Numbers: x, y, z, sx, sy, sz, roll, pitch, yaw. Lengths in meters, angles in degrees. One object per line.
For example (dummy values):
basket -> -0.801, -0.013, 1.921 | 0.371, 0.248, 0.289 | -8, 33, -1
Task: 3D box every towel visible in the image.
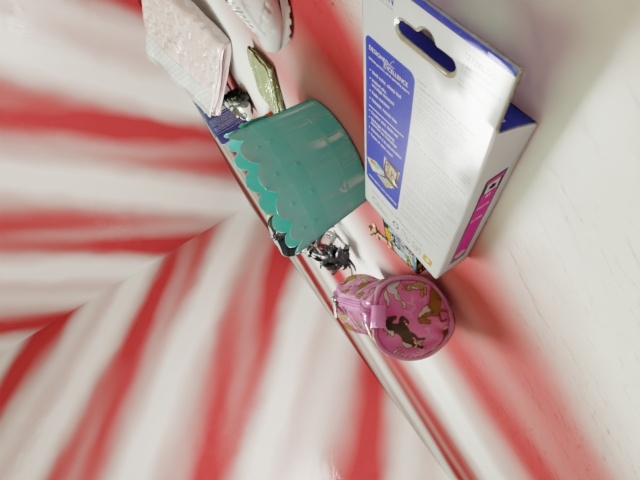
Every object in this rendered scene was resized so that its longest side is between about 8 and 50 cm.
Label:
towel -> -0.128, -0.367, 0.940 | 0.110, 0.027, 0.148 | 54, 170, 26
towel -> -0.404, -0.570, 1.187 | 0.332, 0.053, 0.317 | 45, 150, 3

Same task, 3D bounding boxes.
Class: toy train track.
toy train track -> 0.126, -0.007, 0.870 | 0.083, 0.014, 0.048 | 46, 166, 46

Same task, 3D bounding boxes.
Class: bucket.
bucket -> -0.045, -0.133, 0.815 | 0.281, 0.183, 0.281 | 55, 170, 15

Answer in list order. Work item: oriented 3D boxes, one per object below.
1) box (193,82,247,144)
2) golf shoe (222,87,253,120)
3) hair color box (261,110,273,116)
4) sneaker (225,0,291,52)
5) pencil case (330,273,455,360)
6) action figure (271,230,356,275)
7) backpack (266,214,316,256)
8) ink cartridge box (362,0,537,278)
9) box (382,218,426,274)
box -> -0.354, -0.464, 1.427 | 0.225, 0.136, 0.036 | 59, 169, -12
golf shoe -> -0.273, -0.434, 1.306 | 0.198, 0.077, 0.093 | 46, 166, 54
hair color box -> -0.147, -0.313, 1.163 | 0.072, 0.043, 0.141 | 57, 171, -7
sneaker -> -0.104, -0.372, 0.609 | 0.090, 0.095, 0.235 | 53, 171, 14
pencil case -> 0.133, 0.147, 0.865 | 0.160, 0.167, 0.386 | 58, 170, -1
action figure -> 0.000, 0.000, 1.182 | 0.276, 0.141, 0.164 | 28, 155, 11
backpack -> -0.095, -0.038, 1.415 | 0.144, 0.166, 0.188 | 53, 166, 38
ink cartridge box -> 0.120, -0.100, 0.452 | 0.175, 0.069, 0.371 | 54, 172, 25
box -> 0.147, -0.011, 0.708 | 0.094, 0.027, 0.137 | 51, 169, 39
